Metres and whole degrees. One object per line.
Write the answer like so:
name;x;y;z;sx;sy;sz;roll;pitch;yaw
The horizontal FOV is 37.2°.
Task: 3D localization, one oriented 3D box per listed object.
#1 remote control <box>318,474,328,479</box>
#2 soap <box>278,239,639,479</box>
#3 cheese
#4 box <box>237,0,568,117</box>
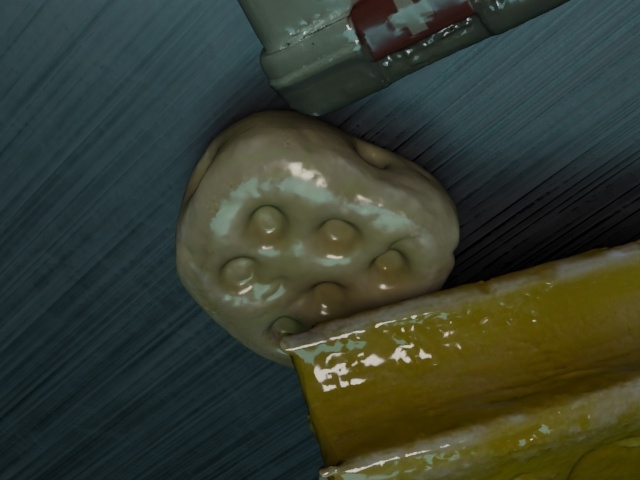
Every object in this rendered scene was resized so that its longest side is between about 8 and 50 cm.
remote control;0.084;0.300;1.052;0.087;0.029;0.190;-28;123;25
soap;0.154;0.146;0.763;0.335;0.156;0.293;-15;143;-6
cheese;0.000;0.000;0.751;0.217;0.117;0.235;-8;132;8
box;0.050;-0.181;0.581;0.210;0.148;0.129;-23;113;22
